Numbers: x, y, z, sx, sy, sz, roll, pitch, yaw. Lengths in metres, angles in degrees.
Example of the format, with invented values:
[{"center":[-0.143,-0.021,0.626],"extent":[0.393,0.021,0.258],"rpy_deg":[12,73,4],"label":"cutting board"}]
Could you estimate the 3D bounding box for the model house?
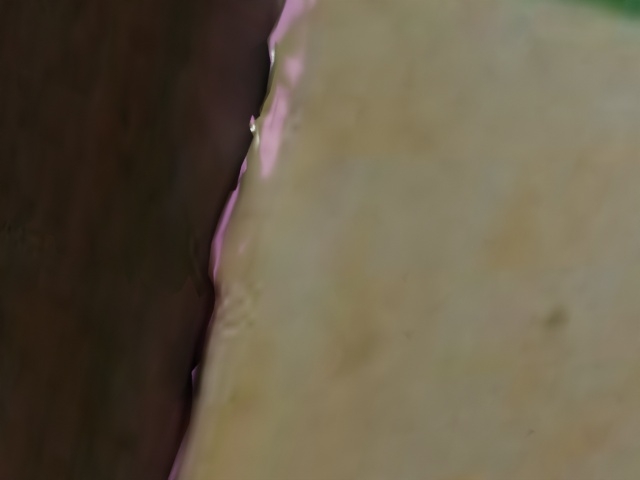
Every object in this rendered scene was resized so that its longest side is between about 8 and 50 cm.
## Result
[{"center":[0.000,0.000,0.659],"extent":[0.382,0.342,0.334],"rpy_deg":[4,104,-38],"label":"model house"}]
